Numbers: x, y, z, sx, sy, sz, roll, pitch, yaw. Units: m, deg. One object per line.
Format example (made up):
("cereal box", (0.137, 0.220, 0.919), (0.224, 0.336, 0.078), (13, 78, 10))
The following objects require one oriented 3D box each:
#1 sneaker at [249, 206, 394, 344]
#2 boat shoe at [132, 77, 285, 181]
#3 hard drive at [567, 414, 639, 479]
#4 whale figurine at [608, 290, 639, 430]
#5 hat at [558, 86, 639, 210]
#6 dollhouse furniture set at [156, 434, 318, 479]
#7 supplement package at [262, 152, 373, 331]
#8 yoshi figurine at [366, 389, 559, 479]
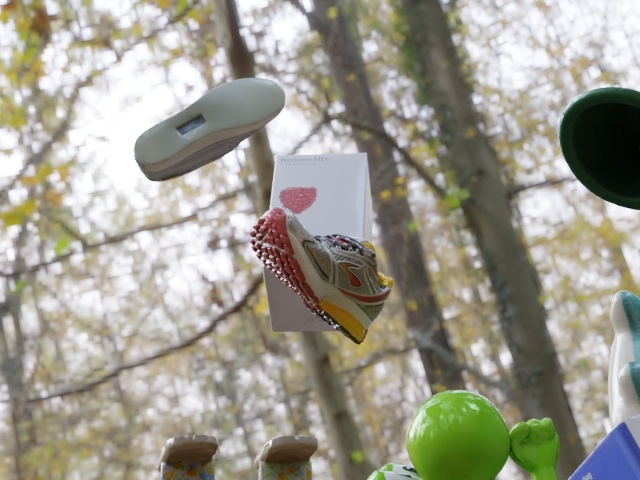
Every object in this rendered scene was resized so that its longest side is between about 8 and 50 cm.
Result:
("sneaker", (0.004, 0.021, 1.474), (0.093, 0.088, 0.225), (-52, -37, -7))
("boat shoe", (-0.153, -0.151, 1.942), (0.227, 0.079, 0.081), (-27, -22, -11))
("hard drive", (0.401, 0.383, 1.619), (0.040, 0.318, 0.210), (-19, -24, -19))
("whale figurine", (0.454, 0.195, 1.840), (0.141, 0.272, 0.216), (-16, -28, 22))
("hat", (0.407, -0.152, 1.716), (0.173, 0.183, 0.208), (4, -47, 34))
("dollhouse furniture set", (0.001, 0.418, 1.732), (0.394, 0.362, 0.256), (1, -22, -13))
("supplement package", (0.000, 0.000, 2.533), (0.177, 0.293, 0.175), (-2, -46, 5))
("yoshi figurine", (0.225, 0.262, 1.448), (0.362, 0.203, 0.203), (14, -28, 18))
